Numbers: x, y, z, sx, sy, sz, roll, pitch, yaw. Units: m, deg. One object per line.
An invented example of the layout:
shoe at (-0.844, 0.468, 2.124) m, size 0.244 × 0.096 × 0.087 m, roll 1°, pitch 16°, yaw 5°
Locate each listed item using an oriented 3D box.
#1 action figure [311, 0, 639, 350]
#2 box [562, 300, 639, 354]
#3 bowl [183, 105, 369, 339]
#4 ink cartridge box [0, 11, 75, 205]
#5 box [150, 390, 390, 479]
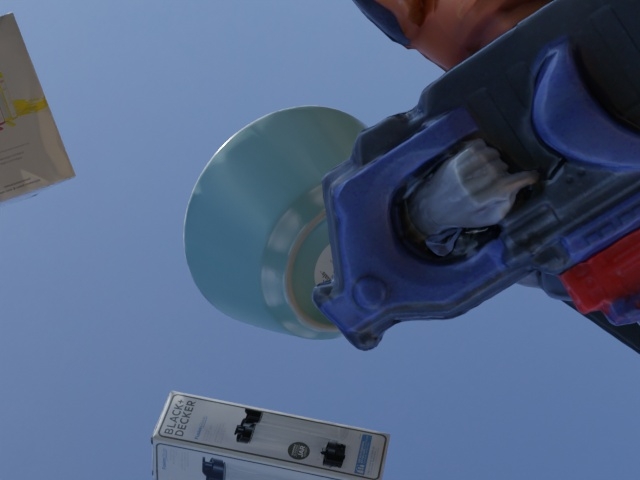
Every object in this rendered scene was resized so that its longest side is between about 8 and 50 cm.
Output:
action figure at (0.143, -0.105, 0.498) m, size 0.178 × 0.341 × 0.330 m, roll 8°, pitch -120°, yaw -67°
box at (0.472, 0.016, 1.304) m, size 0.395 × 0.293 × 0.212 m, roll 36°, pitch -165°, yaw 17°
bowl at (0.000, 0.000, 1.524) m, size 0.311 × 0.163 × 0.312 m, roll -12°, pitch -63°, yaw -25°
ink cartridge box at (-0.253, -0.092, 0.863) m, size 0.090 × 0.092 × 0.143 m, roll -23°, pitch -85°, yaw -30°
box at (-0.066, 0.302, 1.539) m, size 0.289 × 0.169 × 0.087 m, roll 9°, pitch -140°, yaw 6°
